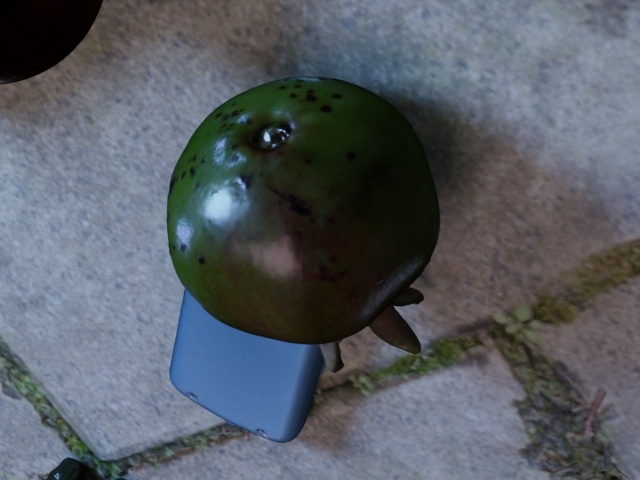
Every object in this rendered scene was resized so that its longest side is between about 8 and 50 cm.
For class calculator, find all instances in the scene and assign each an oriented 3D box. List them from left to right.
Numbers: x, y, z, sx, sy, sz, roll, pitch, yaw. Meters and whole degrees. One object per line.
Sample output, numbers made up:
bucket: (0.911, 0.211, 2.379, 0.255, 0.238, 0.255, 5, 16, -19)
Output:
calculator: (-0.054, 0.076, 1.310, 0.121, 0.039, 0.210, 27, 136, 13)

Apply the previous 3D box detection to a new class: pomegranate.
pomegranate: (0.000, 0.000, 1.126, 0.182, 0.181, 0.224, 4, 144, 31)

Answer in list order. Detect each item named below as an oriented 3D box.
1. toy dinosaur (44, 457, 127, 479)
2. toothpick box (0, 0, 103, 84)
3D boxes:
toy dinosaur: (-0.238, 0.285, 1.504, 0.087, 0.179, 0.187, 16, 135, 23)
toothpick box: (-0.276, -0.180, 1.135, 0.294, 0.192, 0.192, -12, 119, 44)
